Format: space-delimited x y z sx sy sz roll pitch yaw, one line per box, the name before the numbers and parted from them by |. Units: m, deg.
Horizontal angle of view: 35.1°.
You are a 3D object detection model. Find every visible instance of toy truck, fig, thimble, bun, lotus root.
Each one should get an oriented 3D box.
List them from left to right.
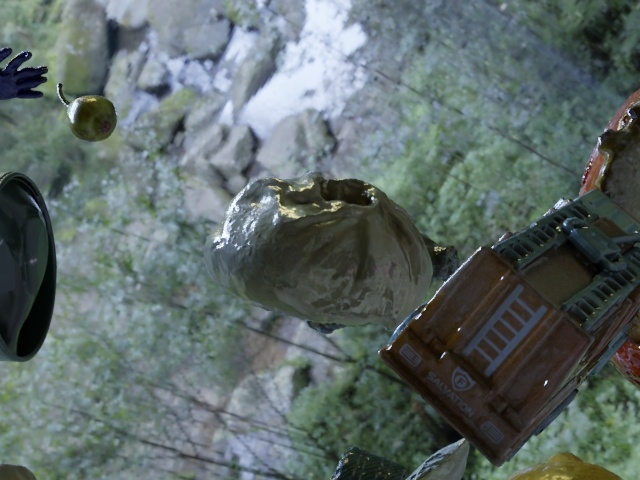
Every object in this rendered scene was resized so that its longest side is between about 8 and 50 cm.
fig | -0.437 -0.238 1.894 0.166 0.093 0.093 36 100 52
bun | 0.000 0.000 1.613 0.365 0.365 0.219 27 109 55
thimble | 0.053 0.349 1.348 0.090 0.118 0.135 20 78 10
lotus root | 0.107 0.066 1.948 0.350 0.175 0.175 -25 51 31
toy truck | 0.193 0.049 0.840 0.136 0.305 0.162 43 122 16

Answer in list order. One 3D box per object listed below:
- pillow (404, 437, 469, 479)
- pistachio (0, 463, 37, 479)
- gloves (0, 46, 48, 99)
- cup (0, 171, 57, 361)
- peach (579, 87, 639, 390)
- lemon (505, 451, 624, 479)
pillow | 0.146 0.389 1.527 0.051 0.229 0.128 39 142 25
pistachio | -0.405 0.371 1.184 0.288 0.166 0.197 -112 11 -69
gloves | -0.362 -0.196 1.190 0.086 0.064 0.026 0 32 13
cup | -0.656 0.036 1.627 0.393 0.401 0.310 -2 71 4
peach | 0.437 -0.003 1.107 0.339 0.416 0.353 -17 45 0
lemon | 0.316 0.410 1.303 0.234 0.234 0.288 -22 46 44
